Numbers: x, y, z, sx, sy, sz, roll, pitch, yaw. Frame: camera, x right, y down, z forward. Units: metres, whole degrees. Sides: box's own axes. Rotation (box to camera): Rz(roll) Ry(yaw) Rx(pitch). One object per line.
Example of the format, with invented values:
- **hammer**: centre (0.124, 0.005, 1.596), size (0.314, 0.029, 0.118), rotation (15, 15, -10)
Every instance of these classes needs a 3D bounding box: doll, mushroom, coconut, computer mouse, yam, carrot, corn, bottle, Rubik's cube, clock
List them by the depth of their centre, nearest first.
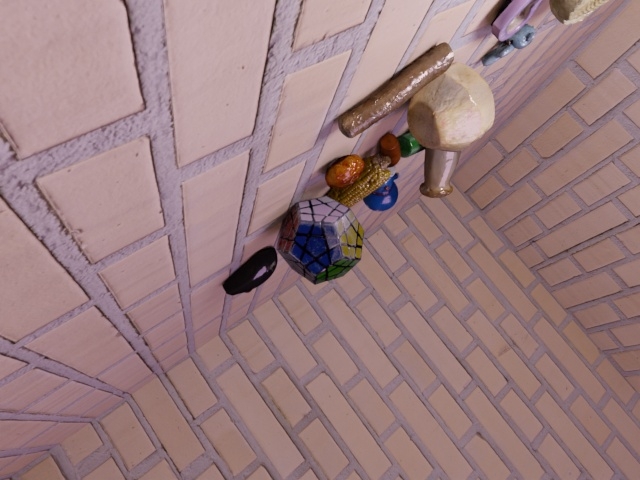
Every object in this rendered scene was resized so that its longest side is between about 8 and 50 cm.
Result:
- **yam**: centre (0.196, -0.389, 1.116), size (0.357, 0.081, 0.081), rotation (-36, 170, -3)
- **clock**: centre (0.543, -0.645, 1.187), size (0.172, 0.064, 0.198), rotation (-36, 170, -12)
- **coconut**: centre (0.402, -0.407, 1.306), size (0.259, 0.259, 0.259), rotation (-37, 170, -7)
- **doll**: centre (0.625, -0.664, 1.428), size (0.180, 0.075, 0.120), rotation (-21, -142, 26)
- **Rubik's cube**: centre (0.000, 0.000, 1.528), size (0.319, 0.319, 0.264), rotation (-40, -178, 10)
- **carrot**: centre (0.259, -0.328, 1.576), size (0.087, 0.087, 0.193), rotation (-37, 171, -2)
- **corn**: centre (0.134, -0.208, 1.598), size (0.322, 0.119, 0.119), rotation (-33, 174, 29)
- **mushroom**: centre (0.467, -0.360, 1.610), size (0.154, 0.137, 0.407), rotation (-50, 148, -52)
- **bottle**: centre (0.427, -0.422, 1.713), size (0.330, 0.093, 0.093), rotation (-31, 168, -36)
- **computer mouse**: centre (-0.275, 0.142, 1.788), size (0.269, 0.100, 0.170), rotation (-41, 167, 17)
- **doll**: centre (0.256, -0.237, 1.858), size (0.215, 0.161, 0.257), rotation (-22, 151, -11)

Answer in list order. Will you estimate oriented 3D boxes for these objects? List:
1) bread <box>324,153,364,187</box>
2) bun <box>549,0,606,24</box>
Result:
- **bread**: centre (0.084, -0.222, 1.420), size (0.139, 0.095, 0.269), rotation (-31, 175, 4)
- **bun**: centre (0.802, -0.777, 1.256), size (0.259, 0.152, 0.259), rotation (-27, 177, -2)
